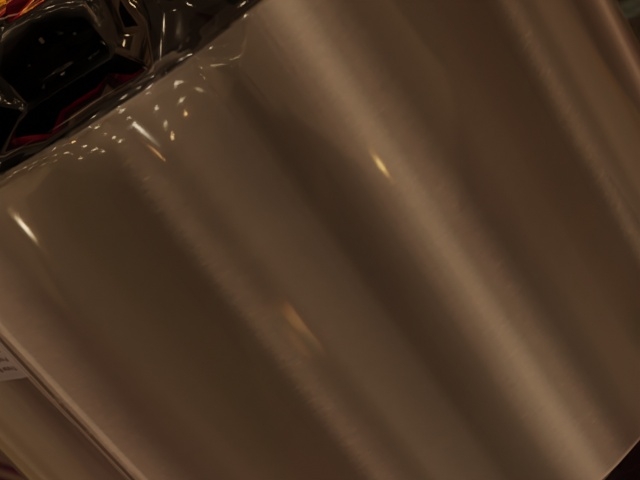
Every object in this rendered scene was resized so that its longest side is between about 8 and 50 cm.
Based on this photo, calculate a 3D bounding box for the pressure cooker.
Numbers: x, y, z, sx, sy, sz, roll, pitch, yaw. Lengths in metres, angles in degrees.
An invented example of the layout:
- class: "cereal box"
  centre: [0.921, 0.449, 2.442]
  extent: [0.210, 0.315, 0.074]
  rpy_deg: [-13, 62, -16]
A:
- class: "pressure cooker"
  centre: [-0.004, 0.004, 0.555]
  extent: [0.375, 0.420, 0.370]
  rpy_deg: [-36, 25, 1]
